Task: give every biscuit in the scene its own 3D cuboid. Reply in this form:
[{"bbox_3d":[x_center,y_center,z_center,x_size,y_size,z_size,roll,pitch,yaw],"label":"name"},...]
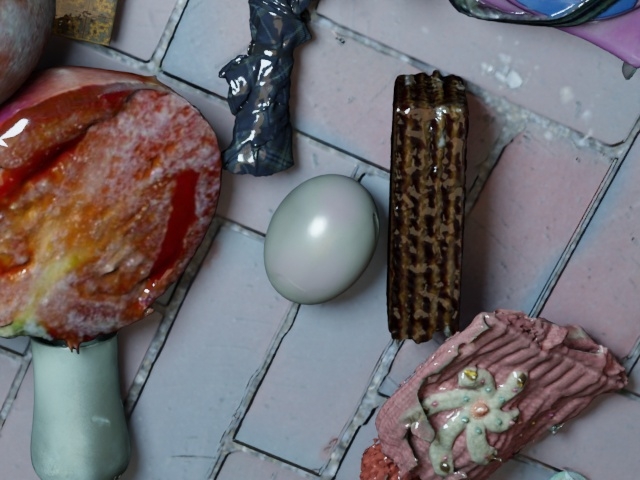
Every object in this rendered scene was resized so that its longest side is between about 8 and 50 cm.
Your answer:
[{"bbox_3d":[0.099,-0.027,1.577,0.070,0.106,0.252,2,111,1],"label":"biscuit"}]

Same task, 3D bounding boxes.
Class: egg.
[{"bbox_3d":[0.000,0.000,1.590,0.103,0.103,0.135,27,110,-9],"label":"egg"}]

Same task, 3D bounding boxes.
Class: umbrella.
[{"bbox_3d":[-0.052,-0.172,1.549,0.071,0.080,0.224,22,110,30],"label":"umbrella"}]

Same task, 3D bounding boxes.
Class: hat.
[{"bbox_3d":[0.145,0.181,1.639,0.236,0.107,0.286,26,124,-40],"label":"hat"}]

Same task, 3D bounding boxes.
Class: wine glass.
[{"bbox_3d":[-0.240,0.196,1.673,0.103,0.103,0.231,0,107,1],"label":"wine glass"}]

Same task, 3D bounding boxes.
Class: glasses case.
[{"bbox_3d":[-0.207,-0.291,1.511,0.075,0.049,0.218,10,111,-11],"label":"glasses case"}]

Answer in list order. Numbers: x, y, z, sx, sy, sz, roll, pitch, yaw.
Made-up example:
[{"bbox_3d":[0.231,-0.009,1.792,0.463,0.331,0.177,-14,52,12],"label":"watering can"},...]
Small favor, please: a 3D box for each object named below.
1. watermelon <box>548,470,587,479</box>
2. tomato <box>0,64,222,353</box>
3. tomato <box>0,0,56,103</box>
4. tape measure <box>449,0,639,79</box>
[{"bbox_3d":[0.256,0.278,1.715,0.085,0.061,0.085,0,120,-1],"label":"watermelon"},{"bbox_3d":[-0.256,-0.055,1.543,0.309,0.170,0.309,-20,131,-25],"label":"tomato"},{"bbox_3d":[-0.363,-0.238,1.392,0.282,0.317,0.317,-20,110,20],"label":"tomato"},{"bbox_3d":[0.220,-0.289,1.459,0.231,0.149,0.245,22,117,-10],"label":"tape measure"}]
